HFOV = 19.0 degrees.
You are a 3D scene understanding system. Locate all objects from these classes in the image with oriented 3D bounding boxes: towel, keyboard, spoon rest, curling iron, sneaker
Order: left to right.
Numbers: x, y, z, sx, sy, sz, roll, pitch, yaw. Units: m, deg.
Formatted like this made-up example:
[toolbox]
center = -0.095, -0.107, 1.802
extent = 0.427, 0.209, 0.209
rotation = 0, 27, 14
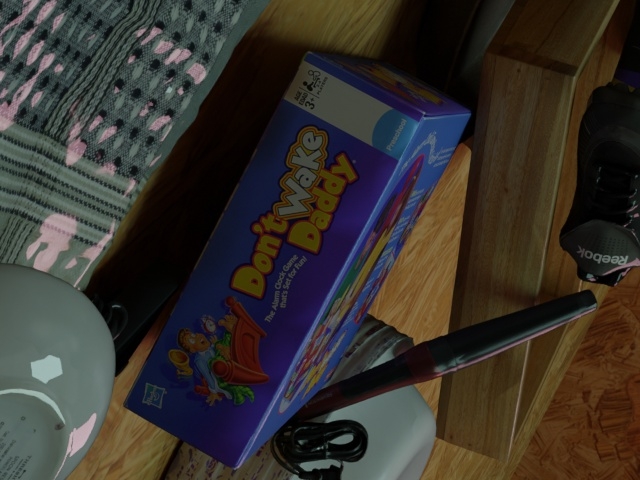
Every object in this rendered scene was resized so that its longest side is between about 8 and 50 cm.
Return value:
[spoon rest]
center = -0.198, 0.123, 0.835
extent = 0.276, 0.084, 0.137
rotation = -51, 134, 3
[keyboard]
center = -0.174, 0.111, 1.014
extent = 0.317, 0.033, 0.201
rotation = -49, 178, -40
[towel]
center = -0.095, -0.097, 0.856
extent = 0.312, 0.056, 0.324
rotation = -59, 167, -2
[curling iron]
center = 0.085, 0.102, 1.429
extent = 0.274, 0.068, 0.035
rotation = -28, -168, -13
[sneaker]
center = 0.219, -0.030, 1.402
extent = 0.234, 0.078, 0.106
rotation = 75, 33, -68

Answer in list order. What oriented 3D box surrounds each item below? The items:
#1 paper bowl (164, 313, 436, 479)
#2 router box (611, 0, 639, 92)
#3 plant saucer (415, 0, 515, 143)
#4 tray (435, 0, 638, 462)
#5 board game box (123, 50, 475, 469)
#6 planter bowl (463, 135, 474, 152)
[paper bowl]
center = -0.011, 0.192, 1.559
extent = 0.284, 0.148, 0.284
rotation = -56, 166, -21
[router box]
center = 0.330, -0.262, 1.509
extent = 0.309, 0.081, 0.243
rotation = -49, 157, -58
[plant saucer]
center = 0.156, -0.221, 1.502
extent = 0.310, 0.050, 0.310
rotation = -53, 165, -21
[tray]
center = 0.170, -0.037, 1.515
extent = 0.411, 0.076, 0.203
rotation = 92, 21, -44
[board game box]
center = 0.000, 0.000, 1.247
extent = 0.233, 0.078, 0.347
rotation = -62, 174, 8
[planter bowl]
center = 0.194, -0.107, 1.739
extent = 0.162, 0.109, 0.162
rotation = -55, 165, -22
